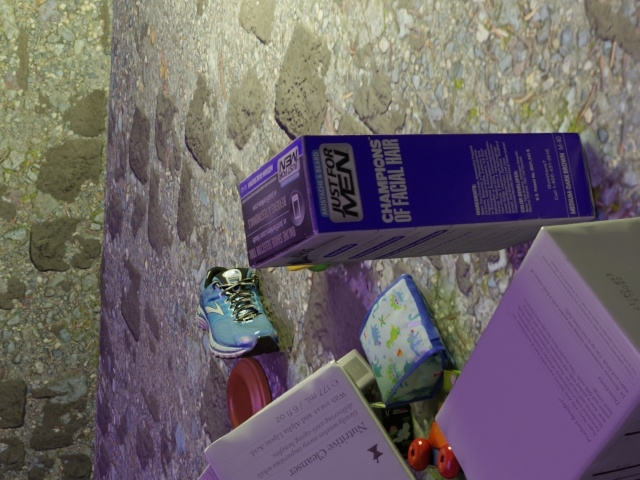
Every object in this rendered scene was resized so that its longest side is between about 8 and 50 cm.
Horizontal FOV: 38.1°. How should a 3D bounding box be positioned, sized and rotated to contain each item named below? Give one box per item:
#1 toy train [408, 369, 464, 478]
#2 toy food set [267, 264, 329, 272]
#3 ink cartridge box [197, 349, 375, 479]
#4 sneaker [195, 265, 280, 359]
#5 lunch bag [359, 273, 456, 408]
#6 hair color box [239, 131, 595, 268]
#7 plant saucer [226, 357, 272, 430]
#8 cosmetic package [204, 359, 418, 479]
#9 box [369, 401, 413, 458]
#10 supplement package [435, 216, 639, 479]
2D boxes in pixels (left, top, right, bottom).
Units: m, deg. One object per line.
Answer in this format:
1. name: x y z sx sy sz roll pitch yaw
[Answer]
1. toy train: 0.173 0.234 1.212 0.248 0.105 0.143 159 121 -70
2. toy food set: 0.000 0.000 1.560 0.218 0.071 0.128 -15 57 62
3. ink cartridge box: -0.068 0.324 1.479 0.066 0.296 0.261 48 142 13
4. sneaker: -0.177 0.137 1.865 0.330 0.130 0.147 -149 56 -59
5. lunch bag: 0.123 0.138 1.282 0.151 0.096 0.129 103 151 -51
6. hair color box: 0.103 -0.044 1.012 0.185 0.339 0.110 -27 71 63
7. plant saucer: -0.155 0.347 1.957 0.200 0.037 0.200 19 111 62
8. cosmetic package: 0.045 0.376 1.184 0.385 0.217 0.156 55 178 16
9. box: 0.102 0.287 1.398 0.062 0.052 0.083 -11 83 63
10. supplement package: 0.265 0.142 0.894 0.177 0.175 0.293 62 145 38
